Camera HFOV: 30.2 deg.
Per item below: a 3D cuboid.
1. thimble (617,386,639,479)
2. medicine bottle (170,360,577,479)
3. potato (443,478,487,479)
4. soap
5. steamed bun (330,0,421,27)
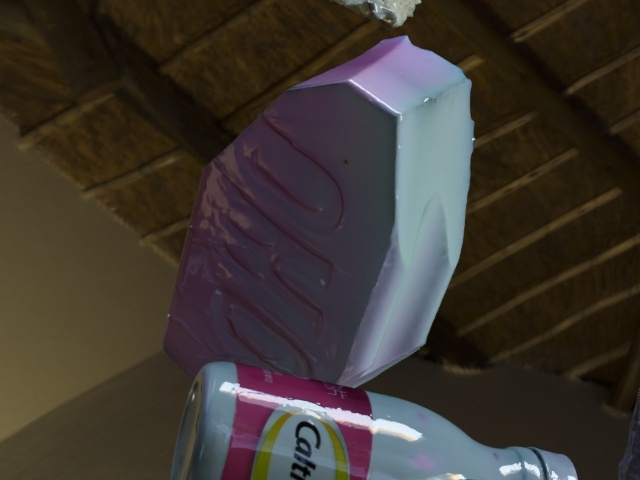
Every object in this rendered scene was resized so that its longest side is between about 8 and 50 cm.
[{"bbox_3d":[0.367,0.205,1.221,0.098,0.150,0.150,12,-75,13],"label":"thimble"},{"bbox_3d":[0.031,0.130,0.658,0.217,0.090,0.090,13,-72,-12],"label":"medicine bottle"},{"bbox_3d":[0.059,0.196,0.423,0.229,0.229,0.266,31,-48,13],"label":"potato"},{"bbox_3d":[0.000,0.000,0.901,0.193,0.109,0.323,37,-52,25],"label":"soap"},{"bbox_3d":[0.023,-0.391,1.267,0.274,0.290,0.272,26,-85,15],"label":"steamed bun"}]
